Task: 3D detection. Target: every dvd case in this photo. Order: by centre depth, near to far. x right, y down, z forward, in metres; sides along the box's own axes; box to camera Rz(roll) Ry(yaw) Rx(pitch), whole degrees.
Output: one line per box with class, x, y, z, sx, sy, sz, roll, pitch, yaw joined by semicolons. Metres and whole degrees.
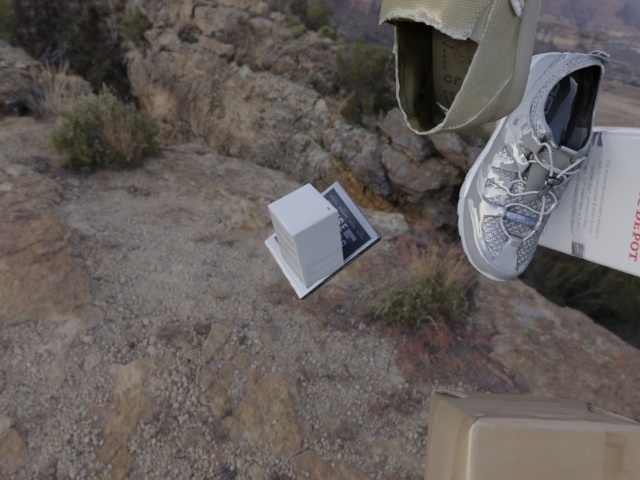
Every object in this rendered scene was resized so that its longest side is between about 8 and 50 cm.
dvd case;0.000;0.000;1.069;0.179;0.239;0.030;55;14;21

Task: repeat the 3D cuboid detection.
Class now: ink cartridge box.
ink cartridge box;0.352;-0.061;0.560;0.092;0.158;0.218;-9;19;-20

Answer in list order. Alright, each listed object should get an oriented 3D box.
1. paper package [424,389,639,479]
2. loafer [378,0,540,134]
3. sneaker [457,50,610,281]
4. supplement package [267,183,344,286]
paper package;0.321;0.414;0.677;0.310;0.324;0.168;6;-6;-5
loafer;0.086;-0.174;0.284;0.092;0.268;0.102;-40;47;-16
sneaker;0.242;-0.085;0.520;0.105;0.280;0.115;11;8;-8
supplement package;-0.026;-0.008;0.944;0.105;0.179;0.105;-29;53;-16
